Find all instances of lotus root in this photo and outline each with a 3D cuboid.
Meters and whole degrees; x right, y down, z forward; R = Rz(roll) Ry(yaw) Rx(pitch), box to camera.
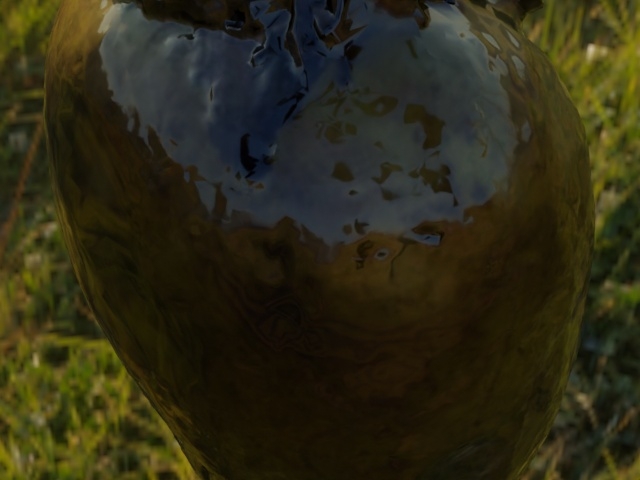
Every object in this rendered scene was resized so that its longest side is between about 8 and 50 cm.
[{"bbox_3d":[0.000,0.000,0.546,0.141,0.314,0.169,-21,48,-12],"label":"lotus root"}]
